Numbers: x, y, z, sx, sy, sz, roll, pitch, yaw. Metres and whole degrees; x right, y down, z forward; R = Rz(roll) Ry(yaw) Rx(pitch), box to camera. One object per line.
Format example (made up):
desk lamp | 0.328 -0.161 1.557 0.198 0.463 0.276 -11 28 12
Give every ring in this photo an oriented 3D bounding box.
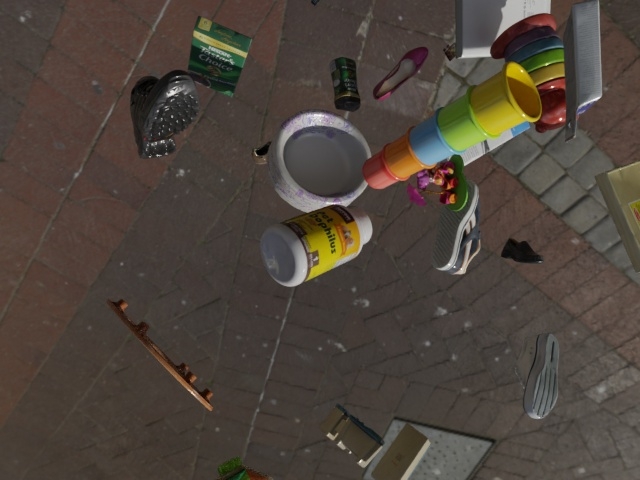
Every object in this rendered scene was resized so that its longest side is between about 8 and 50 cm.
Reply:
ring | -0.351 0.249 1.046 0.032 0.337 0.336 -45 115 -21

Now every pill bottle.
pill bottle | 0.000 0.000 0.890 0.117 0.215 0.117 21 121 39

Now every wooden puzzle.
wooden puzzle | 0.475 -0.680 1.687 0.049 0.006 0.083 -42 139 16

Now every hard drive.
hard drive | 0.548 -0.661 1.401 0.308 0.040 0.203 -9 106 -15

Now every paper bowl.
paper bowl | -0.010 -0.209 1.314 0.284 0.284 0.148 26 155 -11

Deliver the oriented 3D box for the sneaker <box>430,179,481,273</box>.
sneaker | 0.475 -0.039 1.587 0.127 0.126 0.321 24 83 -33

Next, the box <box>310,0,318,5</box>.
box | 0.002 -0.812 1.516 0.018 0.067 0.083 29 134 -29

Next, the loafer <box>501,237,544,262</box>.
loafer | 0.580 0.031 1.349 0.062 0.170 0.061 6 96 -14

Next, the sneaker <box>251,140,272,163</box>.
sneaker | -0.156 -0.327 1.685 0.188 0.066 0.071 -21 159 -1

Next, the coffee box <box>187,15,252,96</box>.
coffee box | -0.219 -0.381 0.987 0.113 0.040 0.184 19 162 -17

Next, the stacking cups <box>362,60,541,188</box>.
stacking cups | 0.199 -0.175 0.786 0.096 0.096 0.316 42 145 -19

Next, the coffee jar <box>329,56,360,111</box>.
coffee jar | 0.091 -0.562 1.700 0.079 0.096 0.184 -13 82 51

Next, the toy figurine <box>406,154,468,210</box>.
toy figurine | 0.332 -0.165 1.379 0.159 0.130 0.173 -7 111 -19

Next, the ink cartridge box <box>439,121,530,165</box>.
ink cartridge box | 0.556 -0.406 1.716 0.307 0.223 0.129 -31 116 4

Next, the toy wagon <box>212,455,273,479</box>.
toy wagon | -0.218 0.622 0.945 0.068 0.344 0.267 -39 70 42

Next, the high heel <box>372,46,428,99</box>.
high heel | 0.291 -0.607 1.710 0.244 0.117 0.082 -30 112 29

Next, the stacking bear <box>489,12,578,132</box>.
stacking bear | 0.593 -0.435 1.259 0.175 0.164 0.289 -18 83 14

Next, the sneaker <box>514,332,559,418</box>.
sneaker | 0.568 0.359 1.242 0.094 0.258 0.091 47 139 -10

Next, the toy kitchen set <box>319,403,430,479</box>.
toy kitchen set | 0.123 0.426 0.994 0.122 0.207 0.166 -49 141 -15

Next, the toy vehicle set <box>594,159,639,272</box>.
toy vehicle set | 0.826 -0.069 1.199 0.166 0.035 0.266 -17 82 -18

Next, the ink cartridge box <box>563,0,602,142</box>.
ink cartridge box | 0.491 -0.303 0.883 0.045 0.223 0.224 -1 99 24

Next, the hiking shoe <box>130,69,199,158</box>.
hiking shoe | -0.261 -0.215 0.733 0.227 0.086 0.114 -28 85 54
